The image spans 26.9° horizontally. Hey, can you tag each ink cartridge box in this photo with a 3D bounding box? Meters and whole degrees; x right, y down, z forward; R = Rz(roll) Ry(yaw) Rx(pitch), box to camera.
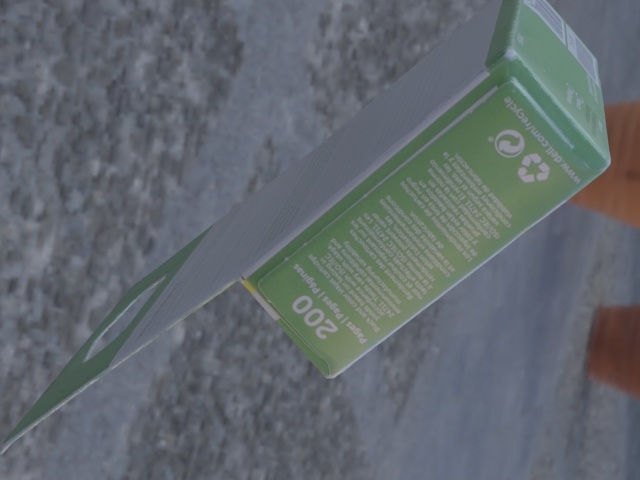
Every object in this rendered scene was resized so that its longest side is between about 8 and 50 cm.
[{"bbox_3d":[0.000,0.000,0.519,0.235,0.056,0.171,-39,-171,19],"label":"ink cartridge box"}]
